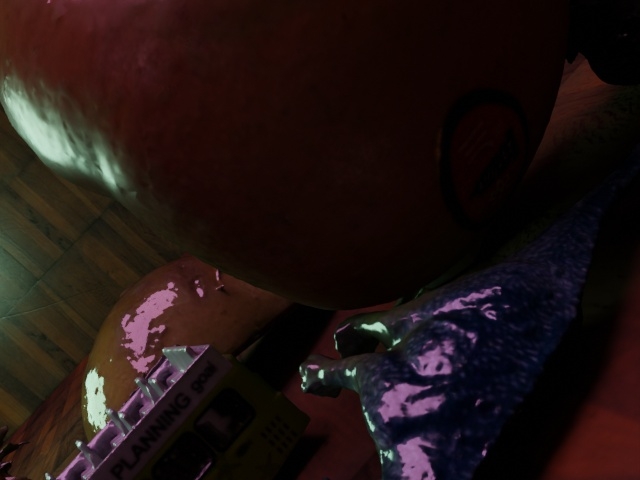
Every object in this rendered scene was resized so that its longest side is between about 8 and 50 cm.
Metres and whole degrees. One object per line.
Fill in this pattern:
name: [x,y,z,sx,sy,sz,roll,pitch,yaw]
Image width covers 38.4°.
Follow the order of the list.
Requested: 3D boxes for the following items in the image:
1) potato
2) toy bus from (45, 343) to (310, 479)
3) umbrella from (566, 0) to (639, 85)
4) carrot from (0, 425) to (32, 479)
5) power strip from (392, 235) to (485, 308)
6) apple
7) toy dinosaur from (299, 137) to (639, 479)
potato: [-0.124,0.080,0.881,0.299,0.116,0.239,-35,-6,-34]
toy bus: [-0.149,0.194,0.586,0.301,0.139,0.113,-48,12,-21]
umbrella: [0.252,-0.231,0.682,0.154,0.128,0.336,-39,9,46]
carrot: [-0.398,0.327,0.923,0.214,0.193,0.331,1,15,7]
power strip: [0.082,0.003,0.676,0.075,0.042,0.175,-37,13,37]
apple: [-0.005,-0.134,0.555,0.305,0.338,0.338,-60,9,3]
toy dinosaur: [0.069,0.059,0.426,0.147,0.076,0.363,-15,30,53]
